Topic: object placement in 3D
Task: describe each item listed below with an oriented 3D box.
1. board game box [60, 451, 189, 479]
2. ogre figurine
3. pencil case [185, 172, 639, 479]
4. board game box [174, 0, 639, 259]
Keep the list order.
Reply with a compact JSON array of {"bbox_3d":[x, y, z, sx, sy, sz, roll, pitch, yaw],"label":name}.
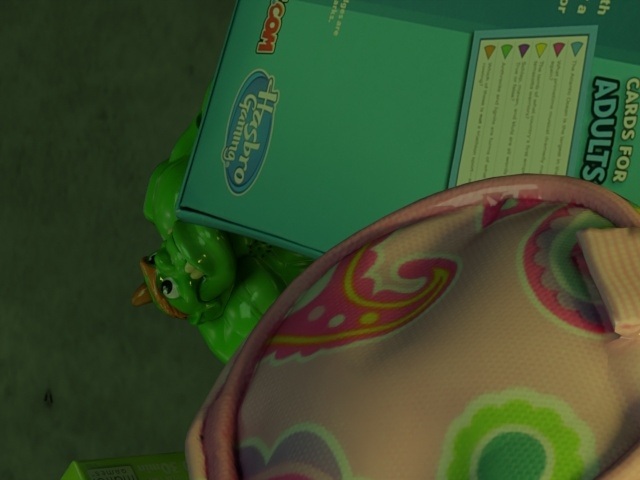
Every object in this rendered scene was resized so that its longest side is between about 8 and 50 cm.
[{"bbox_3d":[-0.029,0.163,0.722,0.043,0.092,0.181,-54,51,35],"label":"board game box"},{"bbox_3d":[0.000,0.000,0.690,0.118,0.097,0.197,-43,72,22],"label":"ogre figurine"},{"bbox_3d":[0.083,0.118,0.448,0.124,0.124,0.284,16,146,50],"label":"pencil case"},{"bbox_3d":[0.127,-0.085,0.485,0.336,0.079,0.253,18,93,46],"label":"board game box"}]
